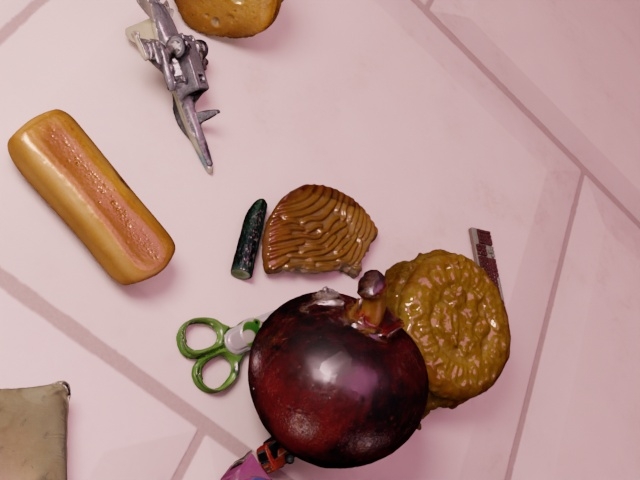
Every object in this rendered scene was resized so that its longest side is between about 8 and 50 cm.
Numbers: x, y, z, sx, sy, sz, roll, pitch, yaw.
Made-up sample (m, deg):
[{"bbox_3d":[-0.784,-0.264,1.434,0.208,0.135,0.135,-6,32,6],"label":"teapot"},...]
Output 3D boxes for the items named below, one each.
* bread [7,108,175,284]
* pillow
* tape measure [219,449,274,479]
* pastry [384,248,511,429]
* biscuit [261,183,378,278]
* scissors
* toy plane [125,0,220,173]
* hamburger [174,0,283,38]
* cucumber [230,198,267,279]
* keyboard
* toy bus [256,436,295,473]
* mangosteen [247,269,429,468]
[{"bbox_3d":[-0.283,-0.047,1.004,0.239,0.074,0.092,52,53,-7],"label":"bread"},{"bbox_3d":[-0.386,0.224,0.794,0.303,0.075,0.184,8,62,-33],"label":"pillow"},{"bbox_3d":[-0.084,0.336,0.979,0.118,0.074,0.125,48,43,-2],"label":"tape measure"},{"bbox_3d":[0.181,0.136,1.241,0.235,0.132,0.240,-22,83,-43],"label":"pastry"},{"bbox_3d":[0.001,0.000,1.221,0.176,0.031,0.228,54,47,-13],"label":"biscuit"},{"bbox_3d":[-0.097,0.127,1.098,0.204,0.027,0.101,-23,87,-40],"label":"scissors"},{"bbox_3d":[-0.190,-0.226,1.156,0.262,0.088,0.192,63,20,-2],"label":"toy plane"},{"bbox_3d":[-0.130,-0.405,1.216,0.182,0.191,0.118,22,55,-20],"label":"hamburger"},{"bbox_3d":[-0.099,-0.008,1.158,0.032,0.032,0.133,28,55,-25],"label":"cucumber"},{"bbox_3d":[0.299,0.056,1.450,0.055,0.017,0.165,9,64,-35],"label":"keyboard"},{"bbox_3d":[-0.037,0.267,1.077,0.110,0.031,0.043,-24,82,-44],"label":"toy bus"},{"bbox_3d":[0.034,0.146,1.014,0.236,0.261,0.235,20,28,-11],"label":"mangosteen"}]
